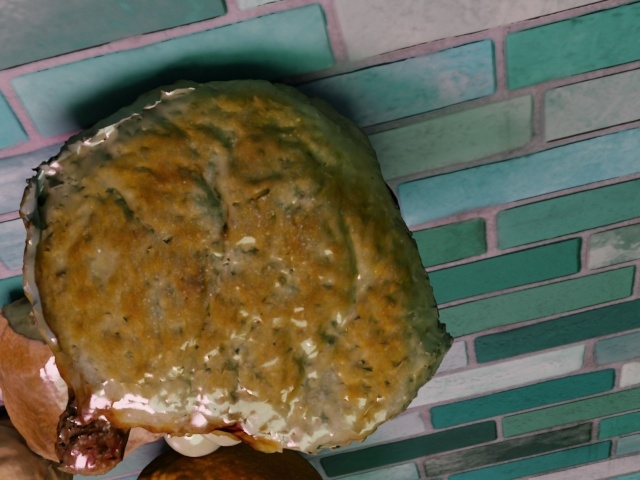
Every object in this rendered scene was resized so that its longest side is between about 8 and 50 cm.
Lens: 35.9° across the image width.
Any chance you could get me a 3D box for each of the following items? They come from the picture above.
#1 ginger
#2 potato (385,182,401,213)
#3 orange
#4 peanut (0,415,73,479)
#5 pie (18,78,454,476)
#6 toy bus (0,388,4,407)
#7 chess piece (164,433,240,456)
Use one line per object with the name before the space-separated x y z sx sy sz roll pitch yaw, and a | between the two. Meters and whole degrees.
ginger | -0.302 0.180 1.261 0.221 0.130 0.275 -34 118 30
potato | 0.000 0.000 1.146 0.202 0.182 0.117 -41 162 5
orange | -0.141 0.461 1.569 0.322 0.322 0.357 -30 135 23
peanut | -0.447 0.343 1.409 0.192 0.169 0.387 -35 174 -20
pie | -0.089 0.032 1.023 0.418 0.395 0.180 -11 180 1
toy bus | -0.458 0.199 1.337 0.123 0.075 0.060 -30 139 23
chess piece | -0.126 0.239 1.434 0.251 0.144 0.144 -31 139 32
